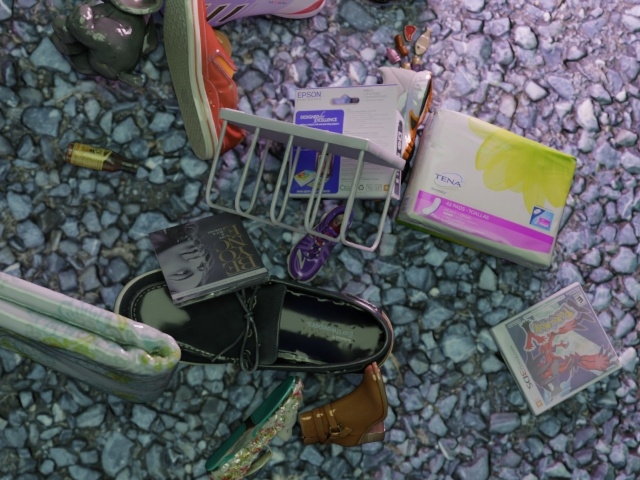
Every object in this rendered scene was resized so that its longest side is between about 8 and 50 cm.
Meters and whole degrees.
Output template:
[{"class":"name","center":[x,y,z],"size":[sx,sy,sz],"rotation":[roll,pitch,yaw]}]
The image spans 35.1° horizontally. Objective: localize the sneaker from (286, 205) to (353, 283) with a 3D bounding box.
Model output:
[{"class":"sneaker","center":[0.000,0.000,1.840],"size":[0.068,0.071,0.170],"rotation":[36,78,-3]}]

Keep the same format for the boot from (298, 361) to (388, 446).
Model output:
[{"class":"boot","center":[0.037,0.293,1.756],"size":[0.152,0.197,0.073],"rotation":[-4,38,-4]}]

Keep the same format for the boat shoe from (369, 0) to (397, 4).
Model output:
[{"class":"boat shoe","center":[0.151,-0.484,1.944],"size":[0.183,0.065,0.083],"rotation":[21,80,0]}]

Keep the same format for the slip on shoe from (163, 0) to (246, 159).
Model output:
[{"class":"slip on shoe","center":[-0.205,-0.312,1.800],"size":[0.101,0.123,0.331],"rotation":[-19,108,-26]}]

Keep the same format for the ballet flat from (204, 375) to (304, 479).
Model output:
[{"class":"ballet flat","center":[-0.100,0.337,1.759],"size":[0.077,0.091,0.241],"rotation":[42,97,-17]}]

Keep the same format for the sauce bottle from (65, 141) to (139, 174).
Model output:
[{"class":"sauce bottle","center":[-0.388,-0.144,1.808],"size":[0.128,0.042,0.042],"rotation":[12,80,-10]}]

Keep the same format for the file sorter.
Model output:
[{"class":"file sorter","center":[-0.031,-0.101,1.732],"size":[0.277,0.193,0.173],"rotation":[15,90,23]}]

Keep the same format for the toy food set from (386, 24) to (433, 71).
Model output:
[{"class":"toy food set","center":[0.167,-0.365,1.947],"size":[0.077,0.019,0.122],"rotation":[20,79,-7]}]

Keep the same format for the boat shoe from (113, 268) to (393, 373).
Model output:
[{"class":"boat shoe","center":[-0.107,0.139,1.760],"size":[0.500,0.156,0.187],"rotation":[10,82,-7]}]

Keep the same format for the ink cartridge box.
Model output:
[{"class":"ink cartridge box","center":[0.047,-0.176,1.840],"size":[0.206,0.045,0.208],"rotation":[1,83,22]}]

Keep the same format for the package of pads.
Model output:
[{"class":"package of pads","center":[0.313,-0.099,1.893],"size":[0.296,0.101,0.229],"rotation":[18,80,-7]}]

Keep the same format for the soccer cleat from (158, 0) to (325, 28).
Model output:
[{"class":"soccer cleat","center":[-0.140,-0.459,1.855],"size":[0.318,0.116,0.109],"rotation":[-6,77,-11]}]

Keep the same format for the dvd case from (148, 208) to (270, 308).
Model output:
[{"class":"dvd case","center":[-0.196,0.026,1.747],"size":[0.164,0.221,0.018],"rotation":[-16,127,-12]}]

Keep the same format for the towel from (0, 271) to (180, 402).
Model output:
[{"class":"towel","center":[-0.414,0.157,1.618],"size":[0.374,0.320,0.090],"rotation":[21,73,-6]}]

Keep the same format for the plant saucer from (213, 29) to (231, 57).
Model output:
[{"class":"plant saucer","center":[-0.207,-0.355,1.884],"size":[0.083,0.013,0.084],"rotation":[1,82,-10]}]

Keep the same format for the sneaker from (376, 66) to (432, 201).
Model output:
[{"class":"sneaker","center":[0.120,-0.202,1.891],"size":[0.121,0.099,0.263],"rotation":[17,81,14]}]

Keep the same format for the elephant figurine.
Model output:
[{"class":"elephant figurine","center":[-0.350,-0.408,1.805],"size":[0.239,0.169,0.186],"rotation":[-52,122,-28]}]

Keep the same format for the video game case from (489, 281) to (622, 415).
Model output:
[{"class":"video game case","center":[0.445,0.203,1.913],"size":[0.201,0.023,0.183],"rotation":[-26,87,-13]}]
